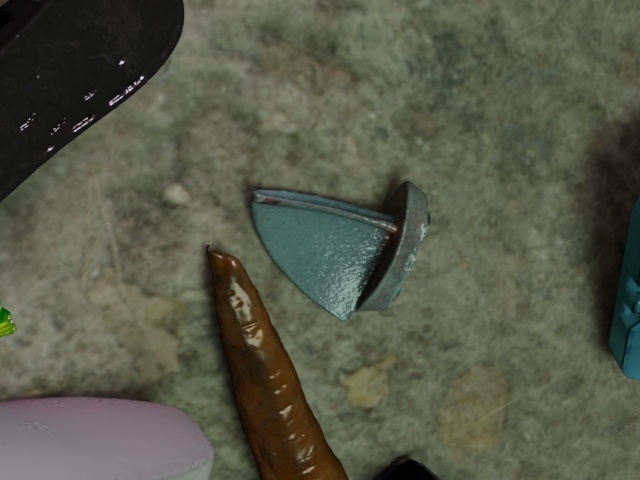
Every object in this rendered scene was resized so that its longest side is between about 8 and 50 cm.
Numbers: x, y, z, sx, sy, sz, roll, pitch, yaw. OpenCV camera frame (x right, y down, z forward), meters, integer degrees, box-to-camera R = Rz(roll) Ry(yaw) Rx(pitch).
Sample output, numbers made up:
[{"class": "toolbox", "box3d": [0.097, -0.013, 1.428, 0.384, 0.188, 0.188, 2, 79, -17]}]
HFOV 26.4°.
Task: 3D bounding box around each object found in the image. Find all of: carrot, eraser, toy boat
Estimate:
[{"class": "carrot", "box3d": [-0.028, 0.093, 0.826, 0.057, 0.057, 0.224, -31, 128, -19]}, {"class": "eraser", "box3d": [-0.170, 0.224, 0.771, 0.174, 0.095, 0.270, -1, 117, -34]}, {"class": "toy boat", "box3d": [-0.001, 0.000, 0.806, 0.122, 0.034, 0.096, 12, 110, -32]}]

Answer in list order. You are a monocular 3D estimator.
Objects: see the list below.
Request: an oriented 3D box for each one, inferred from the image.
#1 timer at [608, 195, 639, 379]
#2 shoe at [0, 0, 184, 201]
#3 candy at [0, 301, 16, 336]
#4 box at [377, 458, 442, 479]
[{"class": "timer", "box3d": [0.317, -0.019, 0.984, 0.250, 0.091, 0.232, -22, 145, -12]}, {"class": "shoe", "box3d": [-0.135, -0.080, 0.629, 0.179, 0.049, 0.071, -51, 138, -34]}, {"class": "candy", "box3d": [-0.200, -0.017, 0.635, 0.102, 0.032, 0.178, -22, 127, -30]}, {"class": "box", "box3d": [0.060, 0.292, 1.004, 0.168, 0.071, 0.259, -39, 135, -11]}]
